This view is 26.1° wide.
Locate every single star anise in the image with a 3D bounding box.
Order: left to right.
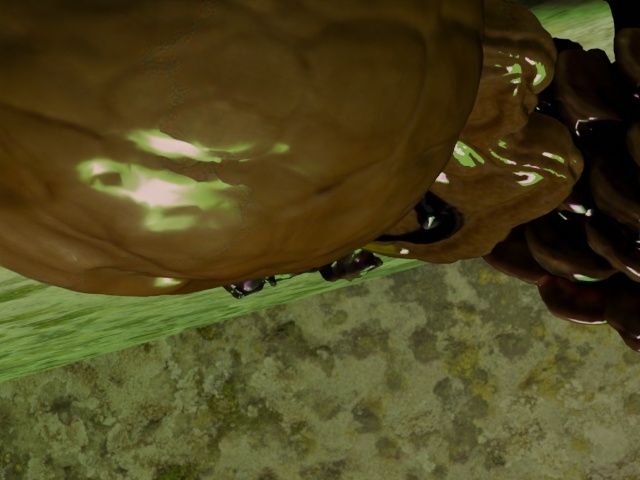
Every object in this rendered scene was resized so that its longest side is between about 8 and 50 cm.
[{"bbox_3d":[0.006,-0.002,1.354,0.220,0.099,0.214,-20,-179,44],"label":"star anise"}]

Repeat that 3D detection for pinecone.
[{"bbox_3d":[0.211,-0.051,0.738,0.243,0.243,0.257,-8,169,-44],"label":"pinecone"}]

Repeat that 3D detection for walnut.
[{"bbox_3d":[-0.046,-0.063,0.403,0.207,0.167,0.167,-5,169,-45],"label":"walnut"}]

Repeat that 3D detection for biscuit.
[{"bbox_3d":[0.008,-0.047,0.664,0.208,0.041,0.290,30,155,-20],"label":"biscuit"}]
